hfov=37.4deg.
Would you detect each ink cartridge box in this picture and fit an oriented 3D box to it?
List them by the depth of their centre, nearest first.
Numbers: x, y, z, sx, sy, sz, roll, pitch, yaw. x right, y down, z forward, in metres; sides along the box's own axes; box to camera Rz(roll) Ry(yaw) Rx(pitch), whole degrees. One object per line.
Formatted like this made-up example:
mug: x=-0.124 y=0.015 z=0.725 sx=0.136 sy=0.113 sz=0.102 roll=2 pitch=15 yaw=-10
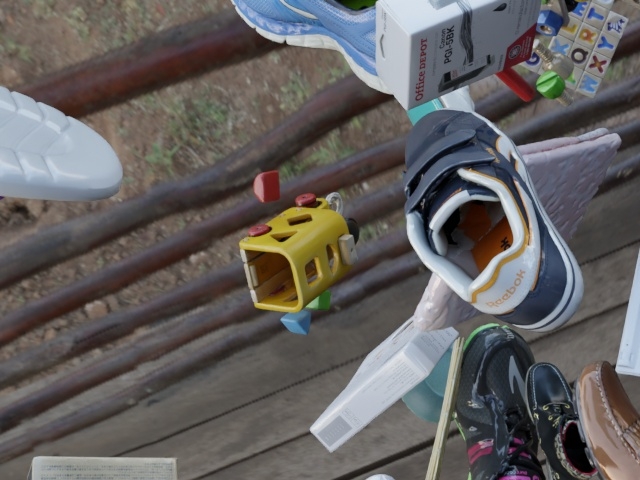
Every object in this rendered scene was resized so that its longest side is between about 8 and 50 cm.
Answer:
ink cartridge box: x=0.121 y=-0.186 z=0.834 sx=0.135 sy=0.099 sz=0.056 roll=-24 pitch=59 yaw=-12
ink cartridge box: x=-0.342 y=0.445 z=1.492 sx=0.234 sy=0.088 sz=0.193 roll=7 pitch=55 yaw=-22
ink cartridge box: x=0.135 y=0.223 z=1.699 sx=0.066 sy=0.261 sz=0.296 roll=45 pitch=129 yaw=2

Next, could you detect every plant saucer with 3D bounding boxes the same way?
plant saucer: x=0.235 y=0.263 z=1.878 sx=0.195 sy=0.037 sz=0.195 roll=11 pitch=65 yaw=-25

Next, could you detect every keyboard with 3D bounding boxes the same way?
keyboard: x=0.469 y=0.079 z=1.314 sx=0.072 sy=0.014 sz=0.256 roll=10 pitch=56 yaw=20

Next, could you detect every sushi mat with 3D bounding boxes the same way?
sushi mat: x=0.176 y=0.298 z=1.382 sx=0.019 sy=0.151 sz=0.316 roll=8 pitch=40 yaw=12

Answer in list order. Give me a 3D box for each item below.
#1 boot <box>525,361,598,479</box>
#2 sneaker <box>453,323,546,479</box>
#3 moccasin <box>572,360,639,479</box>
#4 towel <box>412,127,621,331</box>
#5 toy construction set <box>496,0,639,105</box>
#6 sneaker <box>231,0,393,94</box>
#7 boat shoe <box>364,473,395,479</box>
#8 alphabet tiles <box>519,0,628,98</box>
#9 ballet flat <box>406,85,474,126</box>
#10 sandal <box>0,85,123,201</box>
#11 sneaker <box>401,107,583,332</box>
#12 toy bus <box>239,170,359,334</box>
boot: x=0.396 y=0.290 z=1.528 sx=0.085 sy=0.178 sz=0.236 roll=-9 pitch=66 yaw=1
sneaker: x=0.333 y=0.387 z=1.655 sx=0.185 sy=0.202 sz=0.483 roll=1 pitch=83 yaw=-16
moccasin: x=0.472 y=0.330 z=1.279 sx=0.147 sy=0.139 sz=0.380 roll=-40 pitch=57 yaw=29
towel: x=0.308 y=-0.019 z=1.490 sx=0.053 sy=0.317 sz=0.332 roll=44 pitch=132 yaw=32
toy construction set: x=0.331 y=-0.356 z=1.292 sx=0.309 sy=0.237 sz=0.257 roll=-49 pitch=40 yaw=14
sneaker: x=0.007 y=-0.288 z=1.037 sx=0.330 sy=0.147 sz=0.130 roll=31 pitch=67 yaw=36
boat shoe: x=0.066 y=0.361 z=1.184 sx=0.096 sy=0.267 sz=0.088 roll=-1 pitch=61 yaw=3
alphabet tiles: x=0.460 y=-0.407 z=1.722 sx=0.198 sy=0.009 sz=0.237 roll=23 pitch=93 yaw=-8
ballet flat: x=0.199 y=-0.307 z=1.797 sx=0.139 sy=0.139 sz=0.400 roll=-39 pitch=83 yaw=0
sandal: x=-0.385 y=-0.083 z=0.822 sx=0.416 sy=0.169 sz=0.102 roll=11 pitch=122 yaw=-16
sneaker: x=0.151 y=-0.049 z=0.987 sx=0.126 sy=0.127 sz=0.321 roll=-51 pitch=41 yaw=22
toy bus: x=-0.006 y=0.010 z=1.188 sx=0.104 sy=0.191 sz=0.202 roll=6 pitch=74 yaw=37
